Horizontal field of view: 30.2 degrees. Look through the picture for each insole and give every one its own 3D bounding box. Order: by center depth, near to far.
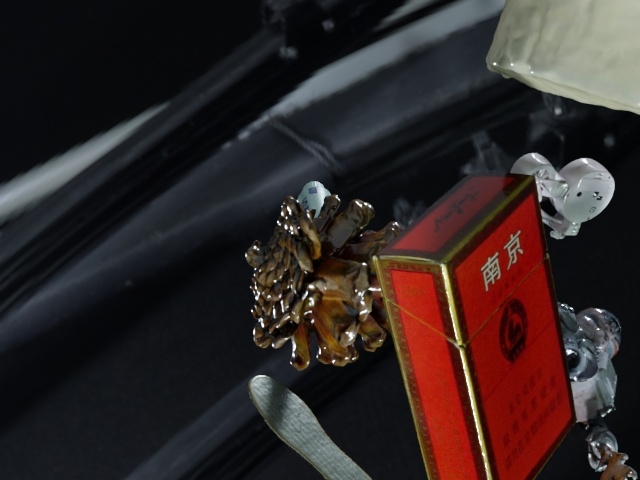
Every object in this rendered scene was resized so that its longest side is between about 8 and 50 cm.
[{"bbox_3d":[-0.009,0.210,1.250,0.188,0.004,0.064,44,-142,16],"label":"insole"}]

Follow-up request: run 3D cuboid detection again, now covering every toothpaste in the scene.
[{"bbox_3d":[0.000,0.000,1.448,0.297,0.048,0.075,-98,-149,-64],"label":"toothpaste"}]

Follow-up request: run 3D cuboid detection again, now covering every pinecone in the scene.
[{"bbox_3d":[0.012,0.043,1.194,0.150,0.195,0.179,28,-72,33],"label":"pinecone"}]

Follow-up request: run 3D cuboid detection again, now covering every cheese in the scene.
[{"bbox_3d":[0.305,-0.180,1.047,0.292,0.332,0.153,16,-79,9],"label":"cheese"}]

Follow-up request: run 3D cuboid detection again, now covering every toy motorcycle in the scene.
[{"bbox_3d":[0.226,0.145,1.186,0.207,0.134,0.401,-17,-173,3],"label":"toy motorcycle"}]

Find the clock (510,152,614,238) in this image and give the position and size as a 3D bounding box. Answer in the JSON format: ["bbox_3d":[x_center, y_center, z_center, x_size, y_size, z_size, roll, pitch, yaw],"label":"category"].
[{"bbox_3d":[0.243,-0.048,1.222,0.087,0.129,0.041,-61,-141,23],"label":"clock"}]

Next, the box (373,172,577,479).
[{"bbox_3d":[0.131,0.084,0.949,0.074,0.240,0.153,7,-149,41],"label":"box"}]
